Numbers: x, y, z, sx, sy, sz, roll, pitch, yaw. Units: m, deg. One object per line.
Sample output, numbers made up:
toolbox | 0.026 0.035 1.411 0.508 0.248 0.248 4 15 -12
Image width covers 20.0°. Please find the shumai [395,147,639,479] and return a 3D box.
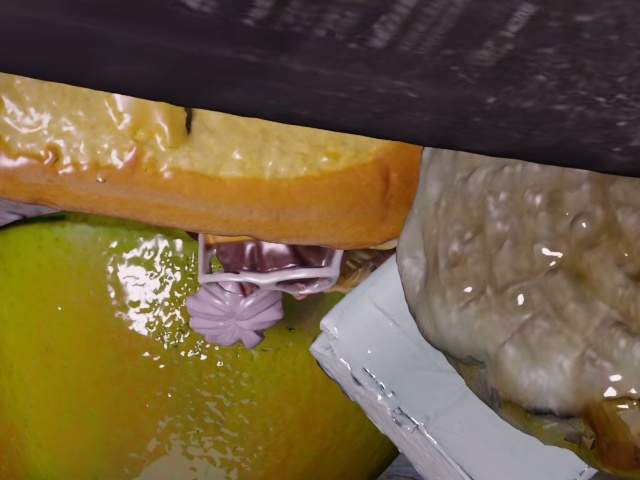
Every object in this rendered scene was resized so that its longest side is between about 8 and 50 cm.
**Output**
shumai | 0.227 -0.012 0.776 0.263 0.304 0.309 32 178 -41

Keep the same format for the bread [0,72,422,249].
bread | -0.071 -0.081 0.863 0.288 0.152 0.119 10 176 -12

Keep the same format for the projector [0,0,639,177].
projector | 0.038 -0.195 0.449 0.405 0.242 0.395 9 156 -14

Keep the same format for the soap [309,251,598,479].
soap | 0.132 0.024 0.922 0.150 0.261 0.094 46 163 13

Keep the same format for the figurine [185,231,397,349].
figurine | 0.000 -0.001 1.075 0.175 0.115 0.240 0 163 17

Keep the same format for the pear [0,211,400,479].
pear | -0.100 0.132 1.339 0.399 0.165 0.399 4 157 2

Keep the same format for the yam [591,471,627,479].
yam | 0.195 0.097 1.218 0.161 0.161 0.268 7 159 -5
